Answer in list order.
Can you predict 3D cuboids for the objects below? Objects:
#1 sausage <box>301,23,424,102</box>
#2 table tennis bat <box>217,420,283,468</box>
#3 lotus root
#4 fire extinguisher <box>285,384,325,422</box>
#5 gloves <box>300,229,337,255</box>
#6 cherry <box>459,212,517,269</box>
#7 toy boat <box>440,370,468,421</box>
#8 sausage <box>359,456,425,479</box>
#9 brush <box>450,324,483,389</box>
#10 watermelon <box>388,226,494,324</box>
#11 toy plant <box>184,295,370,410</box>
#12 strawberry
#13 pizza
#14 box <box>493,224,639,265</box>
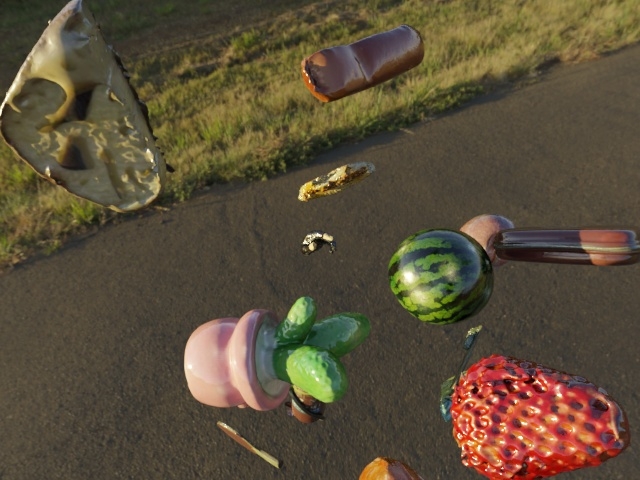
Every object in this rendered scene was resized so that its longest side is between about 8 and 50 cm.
[{"bbox_3d":[0.092,-0.352,0.862,0.348,0.097,0.094,-34,6,-33],"label":"sausage"},{"bbox_3d":[-0.203,0.578,1.224,0.235,0.131,0.022,14,51,32],"label":"table tennis bat"},{"bbox_3d":[-0.293,-0.140,0.538,0.170,0.260,0.074,-15,51,4],"label":"lotus root"},{"bbox_3d":[-0.042,0.383,1.124,0.142,0.341,0.105,21,44,17],"label":"fire extinguisher"},{"bbox_3d":[0.001,-0.002,1.738,0.129,0.181,0.106,11,66,-33],"label":"gloves"},{"bbox_3d":[0.638,0.004,1.665,0.236,0.212,0.285,-17,12,-1],"label":"cherry"},{"bbox_3d":[0.474,0.465,1.348,0.277,0.111,0.084,-19,3,-19],"label":"toy boat"},{"bbox_3d":[0.162,0.579,0.899,0.153,0.267,0.141,-20,20,-30],"label":"sausage"},{"bbox_3d":[0.391,0.313,1.176,0.028,0.034,0.190,28,79,6],"label":"brush"},{"bbox_3d":[0.347,0.100,1.242,0.286,0.285,0.285,-5,42,5],"label":"watermelon"},{"bbox_3d":[-0.089,0.236,0.930,0.356,0.210,0.317,-17,5,17],"label":"toy plant"},{"bbox_3d":[0.340,0.281,0.682,0.245,0.205,0.205,-19,27,46],"label":"strawberry"},{"bbox_3d":[0.045,-0.188,1.380,0.271,0.134,0.056,-17,82,11],"label":"pizza"},{"bbox_3d":[0.740,0.010,1.303,0.263,0.108,0.404,-5,4,-44],"label":"box"}]
